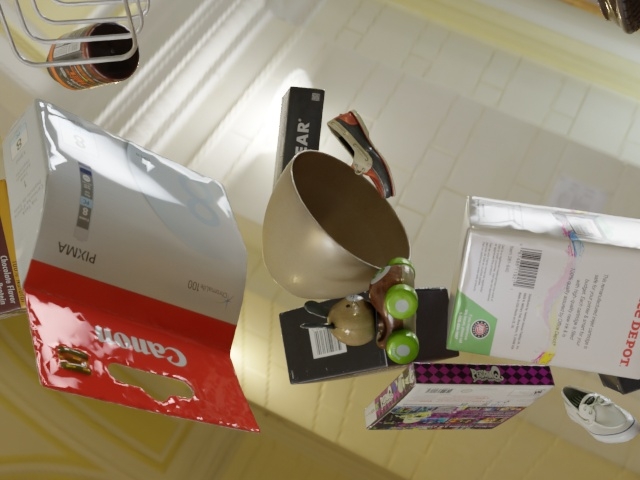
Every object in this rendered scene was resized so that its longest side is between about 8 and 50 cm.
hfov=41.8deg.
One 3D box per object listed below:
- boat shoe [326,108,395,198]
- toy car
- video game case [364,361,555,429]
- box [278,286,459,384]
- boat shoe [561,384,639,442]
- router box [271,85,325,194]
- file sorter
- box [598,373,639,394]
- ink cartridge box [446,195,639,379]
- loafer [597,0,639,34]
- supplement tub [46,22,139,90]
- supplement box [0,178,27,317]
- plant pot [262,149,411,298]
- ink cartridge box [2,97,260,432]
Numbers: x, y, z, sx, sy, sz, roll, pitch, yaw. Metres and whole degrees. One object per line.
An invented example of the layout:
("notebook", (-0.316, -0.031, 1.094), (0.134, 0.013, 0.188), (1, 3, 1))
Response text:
("boat shoe", (0.057, -0.113, 1.137), (0.043, 0.137, 0.049), (-26, -10, -15))
("toy car", (0.063, 0.113, 1.368), (0.155, 0.188, 0.149), (-77, -16, -71))
("video game case", (0.211, 0.248, 1.311), (0.210, 0.232, 0.042), (119, 150, -55))
("box", (0.117, 0.223, 1.963), (0.294, 0.296, 0.183), (1, -105, -49))
("boat shoe", (0.575, 0.361, 1.763), (0.083, 0.076, 0.226), (-37, 11, -14))
("router box", (-0.057, -0.181, 1.897), (0.243, 0.081, 0.309), (-149, 64, -82))
("file sorter", (-0.345, -0.397, 1.218), (0.278, 0.193, 0.173), (-90, -5, -50))
("box", (0.592, 0.207, 1.533), (0.158, 0.093, 0.156), (-22, -6, 4))
("ink cartridge box", (0.331, 0.065, 1.184), (0.117, 0.278, 0.201), (-71, -12, -62))
("loafer", (0.452, -0.472, 1.303), (0.134, 0.130, 0.366), (-47, -40, -4))
("supplement tub", (-0.407, -0.318, 1.466), (0.106, 0.198, 0.106), (-2, -87, -41))
("supplement box", (-0.506, 0.026, 1.268), (0.129, 0.194, 0.191), (7, -111, -79))
("plant pot", (0.000, 0.000, 1.556), (0.191, 0.284, 0.284), (-44, 0, 28))
("ink cartridge box", (-0.208, 0.028, 1.007), (0.091, 0.385, 0.308), (-44, -43, 21))
